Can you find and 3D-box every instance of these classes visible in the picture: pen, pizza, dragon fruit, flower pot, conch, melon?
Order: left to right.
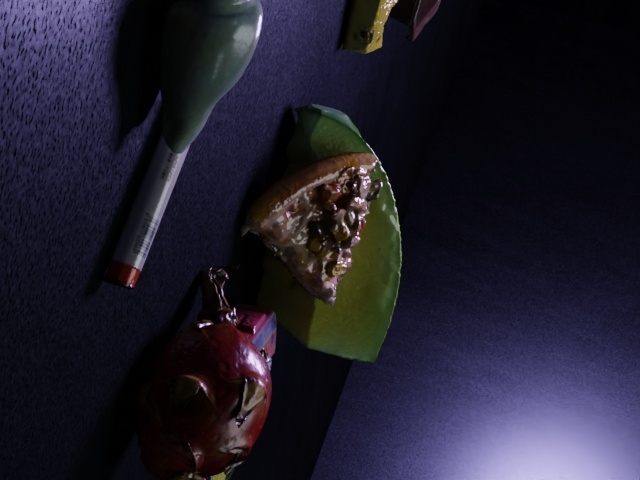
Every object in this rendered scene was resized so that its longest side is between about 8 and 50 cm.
[{"bbox_3d":[-0.114,-0.066,0.902,0.026,0.026,0.218,78,30,-74],"label":"pen"},{"bbox_3d":[-0.084,-0.150,0.834,0.065,0.088,0.180,2,120,-37],"label":"conch"},{"bbox_3d":[-0.106,0.117,1.122,0.246,0.125,0.125,-87,171,-45],"label":"dragon fruit"},{"bbox_3d":[0.000,0.000,1.351,0.185,0.052,0.195,-26,131,-23],"label":"pizza"},{"bbox_3d":[0.012,-0.021,1.451,0.124,0.196,0.324,-22,132,-43],"label":"melon"},{"bbox_3d":[0.130,-0.391,1.654,0.251,0.084,0.179,-55,162,-61],"label":"flower pot"}]

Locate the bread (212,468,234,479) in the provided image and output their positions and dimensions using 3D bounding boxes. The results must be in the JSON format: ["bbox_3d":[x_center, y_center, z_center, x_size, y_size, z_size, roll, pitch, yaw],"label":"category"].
[{"bbox_3d":[-0.157,0.349,1.511,0.228,0.033,0.229,20,90,-83],"label":"bread"}]

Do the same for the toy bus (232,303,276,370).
[{"bbox_3d":[-0.098,0.135,1.327,0.192,0.065,0.077,-56,155,-65],"label":"toy bus"}]

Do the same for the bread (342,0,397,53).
[{"bbox_3d":[0.084,-0.347,1.507,0.088,0.049,0.226,-38,148,-50],"label":"bread"}]

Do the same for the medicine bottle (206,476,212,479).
[{"bbox_3d":[-0.132,0.242,1.385,0.083,0.047,0.047,-61,167,-54],"label":"medicine bottle"}]
